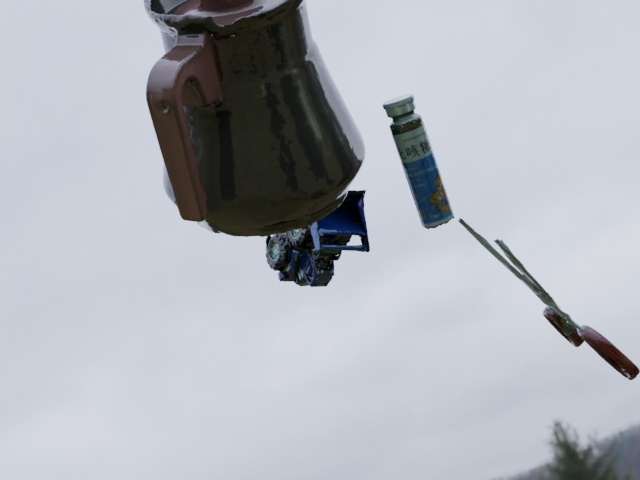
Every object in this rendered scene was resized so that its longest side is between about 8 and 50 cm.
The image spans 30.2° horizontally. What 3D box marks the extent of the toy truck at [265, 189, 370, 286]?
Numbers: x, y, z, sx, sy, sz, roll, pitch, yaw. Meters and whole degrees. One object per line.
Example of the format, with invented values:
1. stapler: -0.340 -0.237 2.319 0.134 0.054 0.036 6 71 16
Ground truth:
1. toy truck: 0.000 0.000 2.064 0.113 0.126 0.208 1 -38 -33

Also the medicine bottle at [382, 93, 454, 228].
1. medicine bottle: 0.140 -0.113 1.691 0.051 0.191 0.051 -20 13 5

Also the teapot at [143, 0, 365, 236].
1. teapot: -0.119 -0.197 1.675 0.305 0.361 0.376 3 32 25

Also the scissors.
1. scissors: 0.243 0.060 1.286 0.017 0.144 0.248 -49 -61 -3
